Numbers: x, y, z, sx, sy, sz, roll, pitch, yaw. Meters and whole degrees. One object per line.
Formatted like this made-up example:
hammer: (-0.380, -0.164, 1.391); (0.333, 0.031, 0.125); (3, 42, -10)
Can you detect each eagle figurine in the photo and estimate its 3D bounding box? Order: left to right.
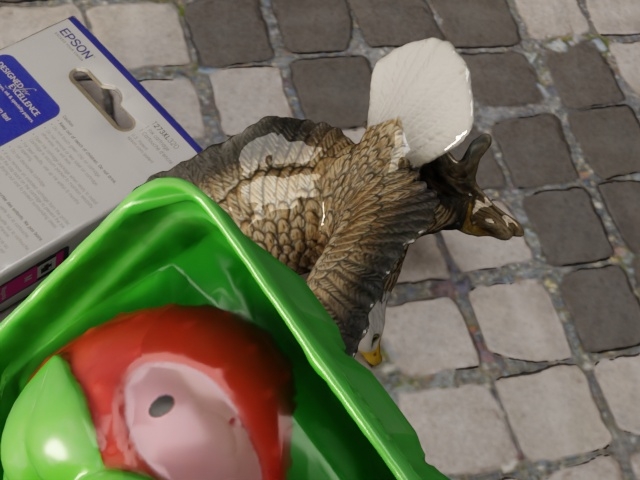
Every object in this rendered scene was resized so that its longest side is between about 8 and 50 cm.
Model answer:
eagle figurine: (0.004, 0.010, 0.863); (0.298, 0.226, 0.225); (-26, 87, -33)

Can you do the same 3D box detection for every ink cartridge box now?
ink cartridge box: (-0.284, -0.025, 0.883); (0.371, 0.069, 0.176); (-35, 71, -28)

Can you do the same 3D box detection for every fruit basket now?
fruit basket: (-0.076, 0.185, 0.558); (0.392, 0.283, 0.392); (43, 18, -17)
